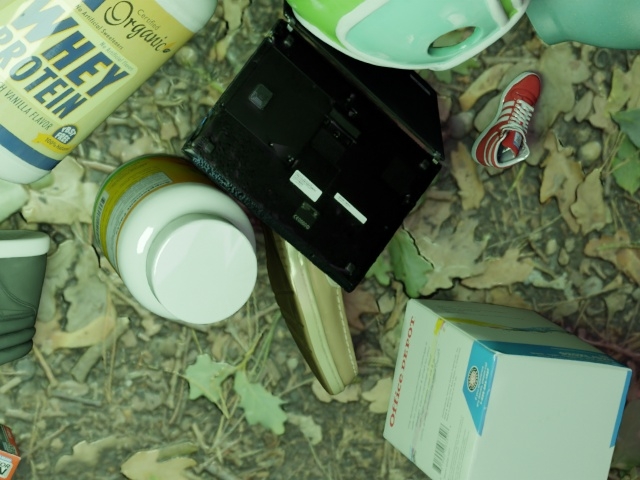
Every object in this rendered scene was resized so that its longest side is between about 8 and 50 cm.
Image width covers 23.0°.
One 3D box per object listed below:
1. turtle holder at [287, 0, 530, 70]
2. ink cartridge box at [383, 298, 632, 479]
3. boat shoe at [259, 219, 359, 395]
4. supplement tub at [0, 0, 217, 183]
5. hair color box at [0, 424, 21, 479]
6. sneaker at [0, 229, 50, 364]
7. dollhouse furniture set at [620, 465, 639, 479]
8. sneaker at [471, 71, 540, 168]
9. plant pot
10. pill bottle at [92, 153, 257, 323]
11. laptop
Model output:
[{"bbox_3d":[0.108,-0.307,1.499,0.320,0.243,0.227,-43,116,6],"label":"turtle holder"},{"bbox_3d":[0.197,0.177,1.727,0.168,0.233,0.171,7,101,-21],"label":"ink cartridge box"},{"bbox_3d":[0.000,0.000,1.680,0.110,0.121,0.341,-18,107,-12],"label":"boat shoe"},{"bbox_3d":[-0.240,-0.232,1.468,0.316,0.228,0.228,-43,112,6],"label":"supplement tub"},{"bbox_3d":[-0.376,0.275,1.644,0.053,0.093,0.167,24,96,-22],"label":"hair color box"},{"bbox_3d":[-0.414,0.073,1.573,0.296,0.104,0.147,-4,99,-21],"label":"sneaker"},{"bbox_3d":[0.370,0.330,1.869,0.123,0.144,0.151,14,135,-20],"label":"dollhouse furniture set"},{"bbox_3d":[0.217,-0.130,1.745,0.042,0.067,0.118,30,93,-22],"label":"sneaker"},{"bbox_3d":[0.291,-0.318,1.630,0.196,0.293,0.293,-22,111,17],"label":"plant pot"},{"bbox_3d":[-0.142,0.001,1.567,0.136,0.246,0.136,-4,105,-17],"label":"pill bottle"},{"bbox_3d":[-0.001,-0.124,1.615,0.234,0.136,0.264,40,78,-22],"label":"laptop"}]
